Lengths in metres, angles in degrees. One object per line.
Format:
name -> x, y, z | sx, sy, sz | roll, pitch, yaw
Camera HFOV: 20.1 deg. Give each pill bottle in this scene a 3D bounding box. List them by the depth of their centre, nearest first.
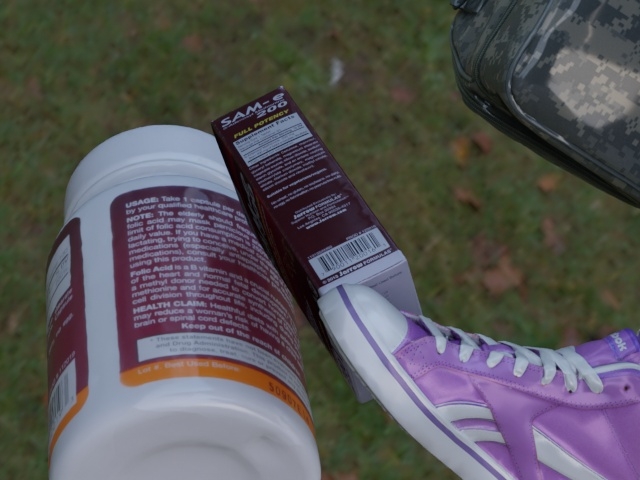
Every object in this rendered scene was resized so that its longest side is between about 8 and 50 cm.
pill bottle -> -0.131, 0.085, 1.601 | 0.224, 0.224, 0.392 | 21, 33, -23

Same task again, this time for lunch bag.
lunch bag -> 0.291, -0.164, 1.801 | 0.305, 0.213, 0.256 | 30, 4, -18

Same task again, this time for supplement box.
supplement box -> 0.000, 0.000, 1.439 | 0.073, 0.130, 0.239 | -26, 44, -7

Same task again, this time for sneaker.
sneaker -> 0.134, 0.091, 1.276 | 0.282, 0.161, 0.102 | 42, 8, -23

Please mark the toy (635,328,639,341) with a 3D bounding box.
toy -> 0.372, 0.051, 1.546 | 0.237, 0.137, 0.056 | -29, 69, -7
